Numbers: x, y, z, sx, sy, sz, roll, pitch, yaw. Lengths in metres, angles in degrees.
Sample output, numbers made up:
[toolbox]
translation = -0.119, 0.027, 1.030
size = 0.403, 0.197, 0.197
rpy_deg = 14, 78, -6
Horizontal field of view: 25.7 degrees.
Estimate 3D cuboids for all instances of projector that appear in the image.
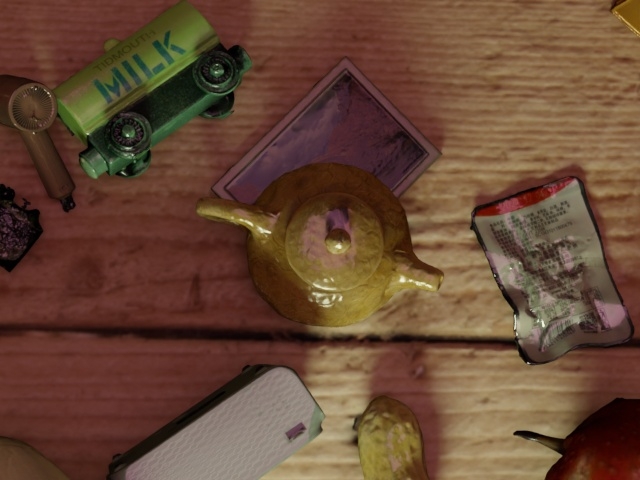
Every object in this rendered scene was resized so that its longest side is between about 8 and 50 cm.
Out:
[projector]
translation = -0.130, 0.244, 1.663
size = 0.250, 0.198, 0.108
rpy_deg = -35, 91, -10

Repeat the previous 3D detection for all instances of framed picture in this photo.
[framed picture]
translation = 0.009, -0.089, 1.798
size = 0.250, 0.016, 0.184
rpy_deg = -44, 93, -9

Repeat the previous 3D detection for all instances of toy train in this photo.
[toy train]
translation = -0.214, -0.188, 1.731
size = 0.253, 0.105, 0.157
rpy_deg = -38, 81, -16

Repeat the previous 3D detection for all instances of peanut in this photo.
[peanut]
translation = 0.096, 0.299, 1.750
size = 0.100, 0.099, 0.214
rpy_deg = -6, 81, -8

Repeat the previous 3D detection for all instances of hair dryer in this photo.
[hair dryer]
translation = -0.347, -0.116, 1.722
size = 0.064, 0.117, 0.181
rpy_deg = -31, 115, -23

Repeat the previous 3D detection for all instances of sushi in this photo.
[sushi]
translation = -0.388, -0.018, 1.719
size = 0.083, 0.056, 0.084
rpy_deg = 39, 83, -3

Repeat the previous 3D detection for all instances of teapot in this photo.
[teapot]
translation = 0.000, 0.000, 1.698
size = 0.311, 0.167, 0.203
rpy_deg = 19, 84, -6

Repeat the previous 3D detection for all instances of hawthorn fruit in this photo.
[hawthorn fruit]
translation = 0.370, 0.314, 1.725
size = 0.300, 0.254, 0.254
rpy_deg = 24, 82, 18

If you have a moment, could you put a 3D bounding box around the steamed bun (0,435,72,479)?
[steamed bun]
translation = -0.341, 0.392, 1.556
size = 0.233, 0.312, 0.334
rpy_deg = -41, 86, -23

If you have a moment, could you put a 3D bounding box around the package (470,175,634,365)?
[package]
translation = 0.301, 0.044, 1.820
size = 0.166, 0.040, 0.232
rpy_deg = -18, 81, -12

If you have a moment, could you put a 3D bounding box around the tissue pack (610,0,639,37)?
[tissue pack]
translation = 0.551, -0.352, 1.829
size = 0.194, 0.145, 0.274
rpy_deg = 40, 83, -5
